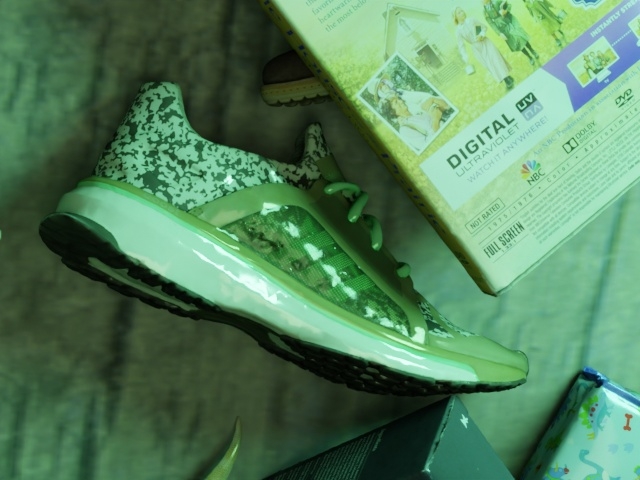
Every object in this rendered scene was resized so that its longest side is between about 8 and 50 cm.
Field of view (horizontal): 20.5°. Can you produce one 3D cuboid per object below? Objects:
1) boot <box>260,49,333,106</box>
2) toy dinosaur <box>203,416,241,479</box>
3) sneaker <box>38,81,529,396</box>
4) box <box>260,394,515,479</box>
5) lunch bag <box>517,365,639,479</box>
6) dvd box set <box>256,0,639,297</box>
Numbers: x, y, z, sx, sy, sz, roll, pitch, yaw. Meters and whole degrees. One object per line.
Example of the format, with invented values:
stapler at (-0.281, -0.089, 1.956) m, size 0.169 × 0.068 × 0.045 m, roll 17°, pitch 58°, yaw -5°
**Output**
boot at (0.042, -0.228, 1.378) m, size 0.248 × 0.090 × 0.206 m, roll -21°, pitch 91°, yaw -5°
toy dinosaur at (-0.110, 0.235, 1.434) m, size 0.183 × 0.053 × 0.092 m, roll -40°, pitch 103°, yaw -1°
sneaker at (0.000, 0.000, 1.378) m, size 0.410 × 0.158 × 0.182 m, roll 25°, pitch 77°, yaw -19°
box at (0.054, 0.239, 1.393) m, size 0.207 × 0.108 × 0.153 m, roll -29°, pitch 106°, yaw 29°
lunch bag at (0.258, 0.197, 1.475) m, size 0.151 × 0.096 × 0.128 m, roll 29°, pitch 93°, yaw -5°
dvd box set at (0.114, -0.214, 1.312) m, size 0.308 × 0.062 × 0.420 m, roll -40°, pitch 98°, yaw -7°
